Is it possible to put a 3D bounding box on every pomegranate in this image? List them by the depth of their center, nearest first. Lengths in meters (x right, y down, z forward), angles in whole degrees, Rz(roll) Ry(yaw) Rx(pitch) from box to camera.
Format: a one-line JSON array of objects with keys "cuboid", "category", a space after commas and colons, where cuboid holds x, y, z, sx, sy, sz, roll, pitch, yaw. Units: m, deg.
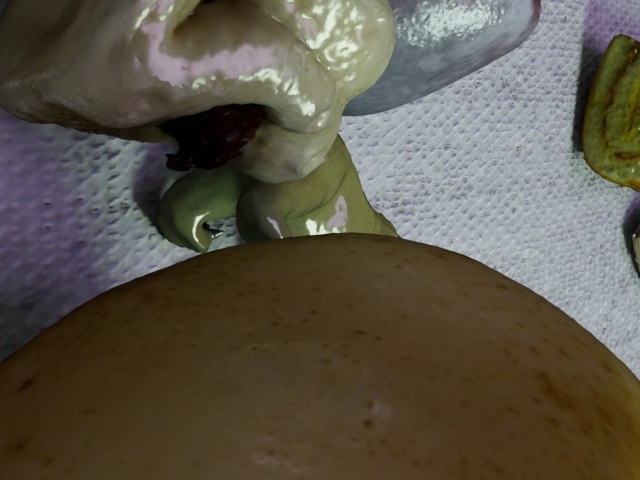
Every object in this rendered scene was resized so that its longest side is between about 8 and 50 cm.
[{"cuboid": [-0.001, 0.202, 0.621, 0.416, 0.416, 0.417, -12, 104, -59], "category": "pomegranate"}]

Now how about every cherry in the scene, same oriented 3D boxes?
[{"cuboid": [0.026, -0.140, 0.832, 0.176, 0.176, 0.140, 7, 70, -60], "category": "cherry"}]

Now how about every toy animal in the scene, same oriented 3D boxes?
[{"cuboid": [0.000, 0.000, 0.850, 0.101, 0.103, 0.219, -59, 141, -20], "category": "toy animal"}]

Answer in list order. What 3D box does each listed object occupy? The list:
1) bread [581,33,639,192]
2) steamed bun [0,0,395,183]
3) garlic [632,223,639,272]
[{"cuboid": [0.300, -0.102, 1.363, 0.172, 0.103, 0.132, 11, 91, -63], "category": "bread"}, {"cuboid": [-0.042, -0.098, 0.699, 0.155, 0.141, 0.172, 34, 77, -30], "category": "steamed bun"}, {"cuboid": [0.359, 0.016, 1.503, 0.101, 0.087, 0.195, -59, 145, -17], "category": "garlic"}]
